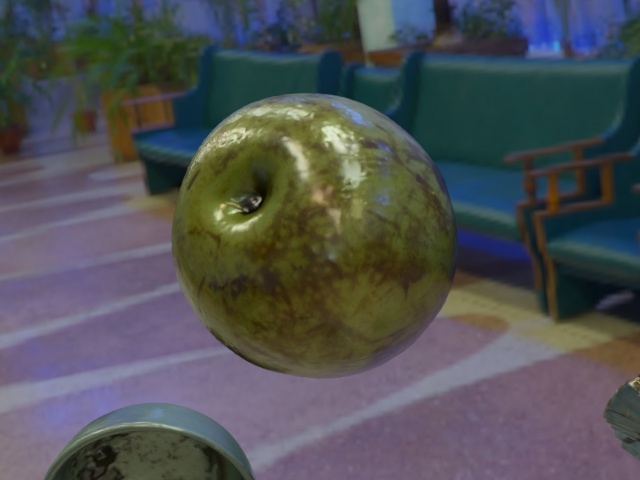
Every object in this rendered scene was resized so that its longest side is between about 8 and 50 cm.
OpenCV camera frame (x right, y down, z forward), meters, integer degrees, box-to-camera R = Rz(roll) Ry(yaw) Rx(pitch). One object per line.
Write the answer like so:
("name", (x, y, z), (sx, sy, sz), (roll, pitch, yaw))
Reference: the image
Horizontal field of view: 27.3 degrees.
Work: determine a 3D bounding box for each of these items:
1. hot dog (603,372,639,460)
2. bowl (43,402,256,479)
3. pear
("hot dog", (0.273, 0.036, 0.708), (0.270, 0.162, 0.082), (-40, 43, 7))
("bowl", (-0.212, 0.314, 1.711), (0.289, 0.289, 0.146), (-7, 29, 4))
("pear", (0.000, 0.000, 1.215), (0.283, 0.284, 0.283), (-8, 14, 2))
